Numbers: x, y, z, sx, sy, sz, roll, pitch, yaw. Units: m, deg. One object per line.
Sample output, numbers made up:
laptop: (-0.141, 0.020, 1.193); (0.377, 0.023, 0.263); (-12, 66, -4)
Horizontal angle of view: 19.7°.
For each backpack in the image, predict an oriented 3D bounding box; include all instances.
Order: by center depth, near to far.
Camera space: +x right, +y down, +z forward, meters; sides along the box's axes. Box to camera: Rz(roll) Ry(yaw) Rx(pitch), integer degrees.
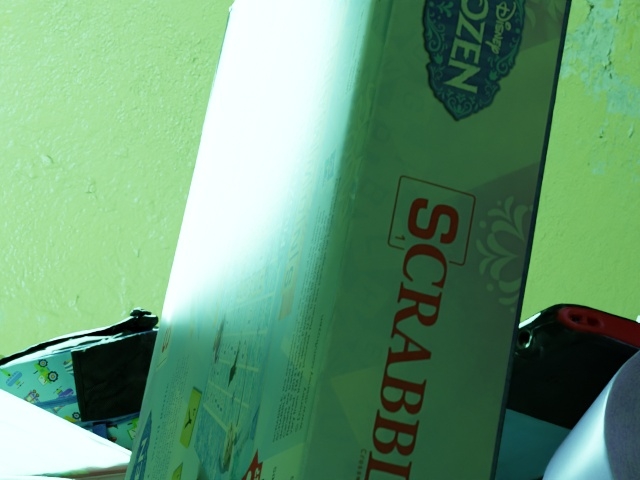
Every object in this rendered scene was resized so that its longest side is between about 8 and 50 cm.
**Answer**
backpack: (-0.197, 0.136, 1.582); (0.173, 0.117, 0.158); (-14, -9, 6)

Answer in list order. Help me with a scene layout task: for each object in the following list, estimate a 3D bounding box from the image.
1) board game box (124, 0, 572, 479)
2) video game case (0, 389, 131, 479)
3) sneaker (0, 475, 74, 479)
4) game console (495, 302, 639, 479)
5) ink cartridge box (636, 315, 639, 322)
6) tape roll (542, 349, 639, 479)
board game box: (0.000, 0.000, 0.725); (0.066, 0.319, 0.318); (16, -18, -13)
video game case: (-0.246, 0.109, 1.073); (0.204, 0.025, 0.285); (22, 6, 24)
sneaker: (0.004, 0.131, 0.430); (0.295, 0.105, 0.147); (25, -12, -30)
game console: (0.161, 0.173, 1.399); (0.342, 0.060, 0.386); (16, -36, -39)
ink cartridge box: (0.341, 0.222, 1.640); (0.117, 0.283, 0.207); (20, -4, -28)
tape roll: (0.277, 0.188, 1.148); (0.274, 0.090, 0.275); (17, 40, -15)
